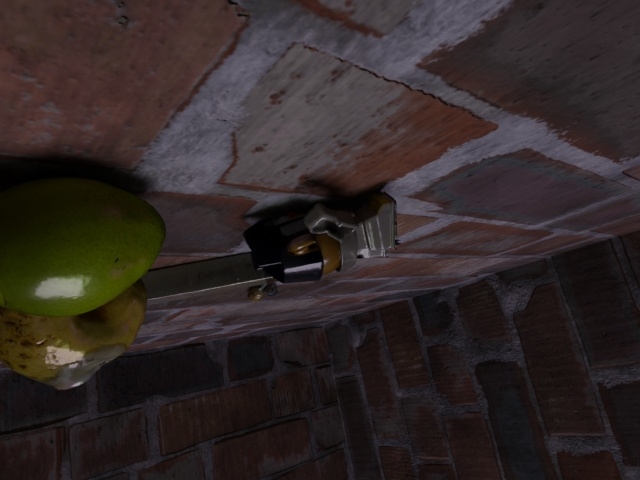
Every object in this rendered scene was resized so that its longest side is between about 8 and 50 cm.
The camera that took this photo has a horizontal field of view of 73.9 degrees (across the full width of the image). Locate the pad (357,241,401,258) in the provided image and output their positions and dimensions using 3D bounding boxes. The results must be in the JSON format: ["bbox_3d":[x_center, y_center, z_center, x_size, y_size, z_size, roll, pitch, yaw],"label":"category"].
[{"bbox_3d":[0.100,0.017,1.215,0.159,0.009,0.265,-23,160,37],"label":"pad"}]

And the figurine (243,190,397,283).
[{"bbox_3d":[0.001,0.001,0.830,0.308,0.143,0.308,-18,149,-11],"label":"figurine"}]

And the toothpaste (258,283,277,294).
[{"bbox_3d":[-0.177,0.167,1.478,0.062,0.037,0.216,-46,168,-11],"label":"toothpaste"}]

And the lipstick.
[{"bbox_3d":[-0.260,0.090,1.068,0.371,0.076,0.080,-10,166,-7],"label":"lipstick"}]

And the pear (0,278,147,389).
[{"bbox_3d":[-0.461,0.121,0.767,0.271,0.271,0.271,-11,165,-3],"label":"pear"}]

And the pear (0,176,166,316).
[{"bbox_3d":[-0.316,0.006,0.553,0.187,0.187,0.219,-25,174,39],"label":"pear"}]

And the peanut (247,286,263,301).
[{"bbox_3d":[-0.231,0.191,1.509,0.054,0.054,0.113,-6,165,-22],"label":"peanut"}]
